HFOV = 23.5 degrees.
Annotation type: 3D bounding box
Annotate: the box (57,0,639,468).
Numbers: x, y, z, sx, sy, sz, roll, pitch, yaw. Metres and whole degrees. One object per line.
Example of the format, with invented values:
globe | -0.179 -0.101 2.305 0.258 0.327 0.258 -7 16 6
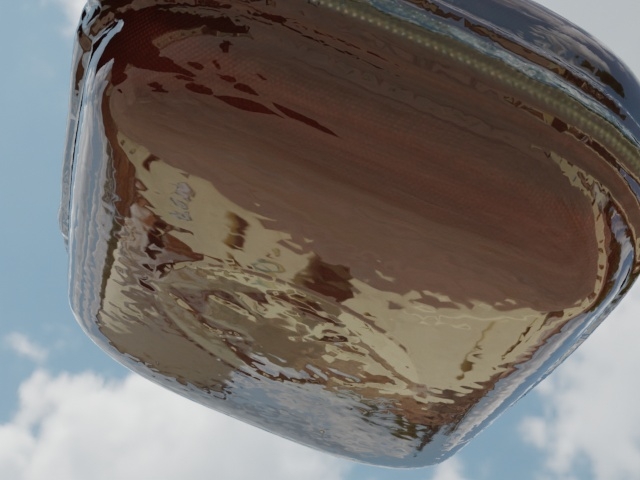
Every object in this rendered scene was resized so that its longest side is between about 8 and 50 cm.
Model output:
box | 0.000 0.000 0.741 0.263 0.108 0.404 22 -25 -1
